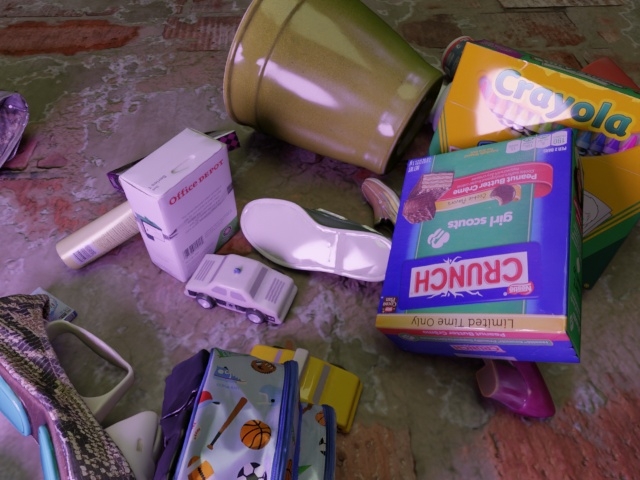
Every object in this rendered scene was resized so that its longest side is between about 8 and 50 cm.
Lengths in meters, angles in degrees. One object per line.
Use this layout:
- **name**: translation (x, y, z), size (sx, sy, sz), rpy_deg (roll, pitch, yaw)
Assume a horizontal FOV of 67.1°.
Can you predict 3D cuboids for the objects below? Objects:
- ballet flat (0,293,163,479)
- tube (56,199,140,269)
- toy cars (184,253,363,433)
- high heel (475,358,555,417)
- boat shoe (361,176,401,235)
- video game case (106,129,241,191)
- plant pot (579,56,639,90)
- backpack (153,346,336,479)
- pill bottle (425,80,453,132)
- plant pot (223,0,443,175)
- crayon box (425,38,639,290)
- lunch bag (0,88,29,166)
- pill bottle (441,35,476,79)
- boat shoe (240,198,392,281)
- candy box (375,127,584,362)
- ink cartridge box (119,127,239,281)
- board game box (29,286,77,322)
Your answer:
- **ballet flat**: translation (-0.323, 0.233, 0.642), size (0.181, 0.164, 0.482), rpy_deg (-21, 53, -41)
- **tube**: translation (-0.356, -0.033, 0.879), size (0.240, 0.062, 0.070), rpy_deg (-32, 16, -2)
- **toy cars**: translation (-0.086, 0.136, 0.764), size (0.176, 0.087, 0.394), rpy_deg (-24, 54, -20)
- **high heel**: translation (0.299, 0.159, 0.772), size (0.117, 0.082, 0.244), rpy_deg (24, 36, -14)
- **boat shoe**: translation (0.130, -0.050, 0.944), size (0.072, 0.068, 0.190), rpy_deg (-33, 57, -12)
- **video game case**: translation (-0.303, -0.163, 0.981), size (0.232, 0.042, 0.210), rpy_deg (-31, 24, -24)
- **plant pot**: translation (0.545, -0.166, 0.933), size (0.274, 0.275, 0.243), rpy_deg (-30, 66, -23)
- **backpack**: translation (-0.091, 0.259, 0.525), size (0.212, 0.264, 0.277), rpy_deg (4, 38, -7)
- **pill bottle**: translation (0.327, -0.291, 1.106), size (0.229, 0.131, 0.131), rpy_deg (27, 54, 21)
- **plant pot**: translation (0.049, -0.322, 1.018), size (0.352, 0.367, 0.366), rpy_deg (34, 56, 11)
- **crayon box**: translation (0.377, -0.137, 0.846), size (0.362, 0.313, 0.106), rpy_deg (30, 38, 23)
- **lunch bag**: translation (-0.791, -0.228, 1.014), size (0.235, 0.169, 0.287), rpy_deg (16, 56, 12)
- **pill bottle**: translation (0.404, -0.439, 1.250), size (0.107, 0.108, 0.180), rpy_deg (-18, 52, -16)
- **boat shoe**: translation (0.000, 0.000, 0.898), size (0.319, 0.117, 0.099), rpy_deg (16, 8, 21)
- **candy box**: translation (0.246, 0.010, 0.736), size (0.268, 0.122, 0.318), rpy_deg (-6, 58, 37)
- **ink cartridge box**: translation (-0.233, -0.060, 0.842), size (0.092, 0.220, 0.160), rpy_deg (28, 54, 20)
- **board game box**: translation (-0.474, 0.132, 0.806), size (0.090, 0.020, 0.090), rpy_deg (27, 54, 19)
